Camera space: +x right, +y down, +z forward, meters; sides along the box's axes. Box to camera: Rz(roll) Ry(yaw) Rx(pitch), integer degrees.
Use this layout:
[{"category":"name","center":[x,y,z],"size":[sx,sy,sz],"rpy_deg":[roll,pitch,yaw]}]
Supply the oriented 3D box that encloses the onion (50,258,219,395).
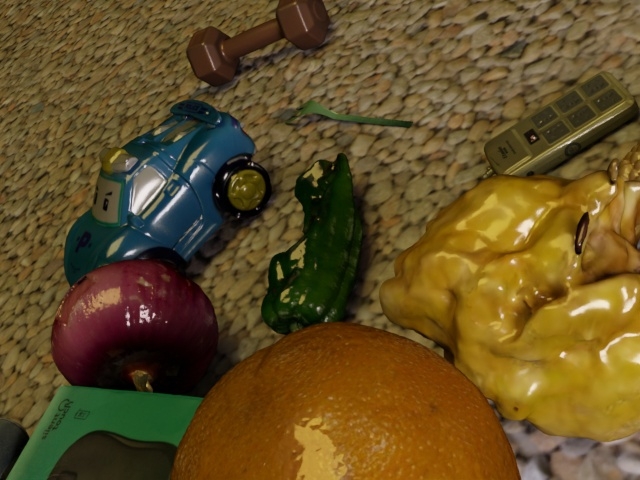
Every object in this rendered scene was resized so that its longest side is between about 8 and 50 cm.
[{"category":"onion","center":[-0.197,0.104,1.058],"size":[0.177,0.177,0.153],"rpy_deg":[-24,70,21]}]

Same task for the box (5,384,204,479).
[{"category":"box","center":[-0.167,0.252,0.919],"size":[0.311,0.118,0.205],"rpy_deg":[-3,48,41]}]

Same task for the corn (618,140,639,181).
[{"category":"corn","center":[0.364,-0.106,0.840],"size":[0.292,0.101,0.101],"rpy_deg":[-39,35,-2]}]

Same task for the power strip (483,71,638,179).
[{"category":"power strip","center":[0.240,-0.111,1.023],"size":[0.169,0.028,0.076],"rpy_deg":[-33,36,10]}]

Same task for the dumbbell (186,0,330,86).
[{"category":"dumbbell","center":[-0.096,-0.308,1.500],"size":[0.231,0.082,0.092],"rpy_deg":[-16,43,30]}]

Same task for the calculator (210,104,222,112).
[{"category":"calculator","center":[-0.208,-0.130,1.450],"size":[0.175,0.032,0.100],"rpy_deg":[-49,36,-13]}]

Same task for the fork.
[{"category":"fork","center":[0.030,-0.165,1.280],"size":[0.235,0.021,0.039],"rpy_deg":[11,62,48]}]

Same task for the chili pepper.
[{"category":"chili pepper","center":[-0.001,0.001,1.080],"size":[0.099,0.083,0.253],"rpy_deg":[-28,32,32]}]

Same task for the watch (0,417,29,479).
[{"category":"watch","center":[-0.375,0.295,1.028],"size":[0.206,0.068,0.193],"rpy_deg":[-63,1,33]}]

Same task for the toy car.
[{"category":"toy car","center":[-0.218,-0.046,1.260],"size":[0.314,0.166,0.198],"rpy_deg":[-49,32,-11]}]

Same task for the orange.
[{"category":"orange","center":[0.015,0.186,0.708],"size":[0.264,0.264,0.264],"rpy_deg":[-25,38,21]}]

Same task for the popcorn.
[{"category":"popcorn","center":[0.183,0.053,0.760],"size":[0.254,0.191,0.190],"rpy_deg":[-9,56,28]}]
